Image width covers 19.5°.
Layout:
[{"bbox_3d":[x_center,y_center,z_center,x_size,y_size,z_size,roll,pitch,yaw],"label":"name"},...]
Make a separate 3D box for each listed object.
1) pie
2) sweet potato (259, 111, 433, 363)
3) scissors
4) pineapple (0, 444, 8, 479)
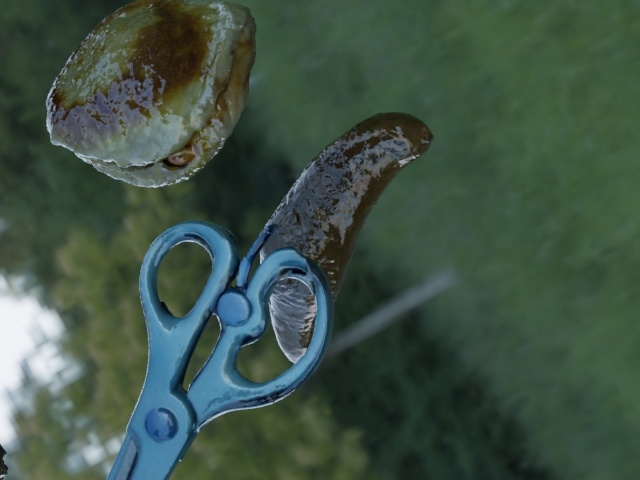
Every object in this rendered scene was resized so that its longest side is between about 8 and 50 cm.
[{"bbox_3d":[-0.144,-0.137,1.601,0.084,0.205,0.179,43,-116,-49],"label":"pie"},{"bbox_3d":[-0.003,-0.002,1.904,0.114,0.341,0.092,14,-143,-18],"label":"sweet potato"},{"bbox_3d":[-0.126,0.156,1.623,0.180,0.393,0.032,31,-167,14],"label":"scissors"},{"bbox_3d":[-0.345,0.244,1.672,0.103,0.221,0.083,47,-148,17],"label":"pineapple"}]
